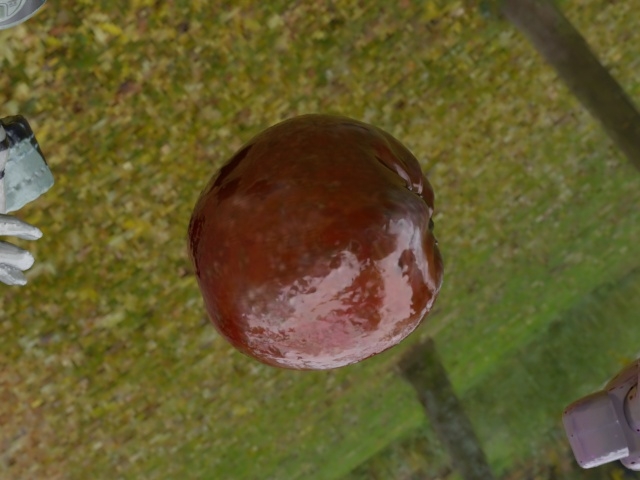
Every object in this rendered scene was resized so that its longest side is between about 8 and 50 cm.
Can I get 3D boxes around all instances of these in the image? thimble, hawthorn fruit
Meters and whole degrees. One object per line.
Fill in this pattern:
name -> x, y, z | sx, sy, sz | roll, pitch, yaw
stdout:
thimble -> -0.587, -0.114, 2.047 | 0.237, 0.150, 0.237 | -19, -164, 6
hawthorn fruit -> 0.000, 0.000, 1.232 | 0.284, 0.284, 0.284 | -33, 164, -11

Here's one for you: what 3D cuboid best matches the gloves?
gloves -> -0.419, -0.038, 1.447 | 0.131, 0.140, 0.218 | -5, 113, -36

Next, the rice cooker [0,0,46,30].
rice cooker -> -0.562, -0.513, 1.968 | 0.288, 0.288, 0.277 | -27, 161, -30

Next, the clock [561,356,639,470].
clock -> 0.424, 0.138, 1.198 | 0.295, 0.113, 0.322 | -5, 159, -41
